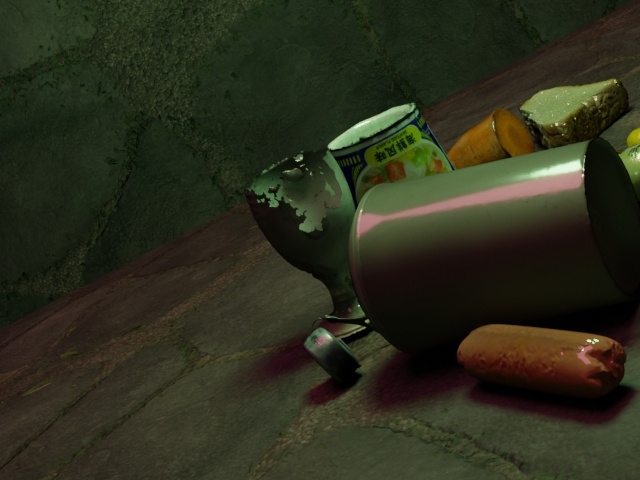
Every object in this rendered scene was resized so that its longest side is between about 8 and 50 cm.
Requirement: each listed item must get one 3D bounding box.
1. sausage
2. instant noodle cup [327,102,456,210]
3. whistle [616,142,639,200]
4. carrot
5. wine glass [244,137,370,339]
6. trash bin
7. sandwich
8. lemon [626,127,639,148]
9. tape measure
[{"bbox_3d":[0.287,0.157,1.425,0.086,0.086,0.289,-33,13,-25],"label":"sausage"},{"bbox_3d":[0.166,-0.088,2.100,0.284,0.312,0.284,-26,14,7],"label":"instant noodle cup"},{"bbox_3d":[0.529,-0.111,1.936,0.288,0.106,0.131,-14,12,44],"label":"whistle"},{"bbox_3d":[0.371,-0.183,2.502,0.225,0.159,0.159,-35,7,31],"label":"carrot"},{"bbox_3d":[-0.001,0.002,1.994,0.190,0.357,0.190,-23,15,6],"label":"wine glass"},{"bbox_3d":[0.252,0.013,1.652,0.432,0.280,0.280,-15,18,32],"label":"trash bin"},{"bbox_3d":[0.558,-0.277,2.532,0.254,0.100,0.288,-3,27,46],"label":"sandwich"},{"bbox_3d":[0.643,-0.193,2.130,0.062,0.062,0.083,-31,26,-15],"label":"lemon"},{"bbox_3d":[0.063,0.160,1.801,0.180,0.104,0.107,-30,10,-11],"label":"tape measure"}]
